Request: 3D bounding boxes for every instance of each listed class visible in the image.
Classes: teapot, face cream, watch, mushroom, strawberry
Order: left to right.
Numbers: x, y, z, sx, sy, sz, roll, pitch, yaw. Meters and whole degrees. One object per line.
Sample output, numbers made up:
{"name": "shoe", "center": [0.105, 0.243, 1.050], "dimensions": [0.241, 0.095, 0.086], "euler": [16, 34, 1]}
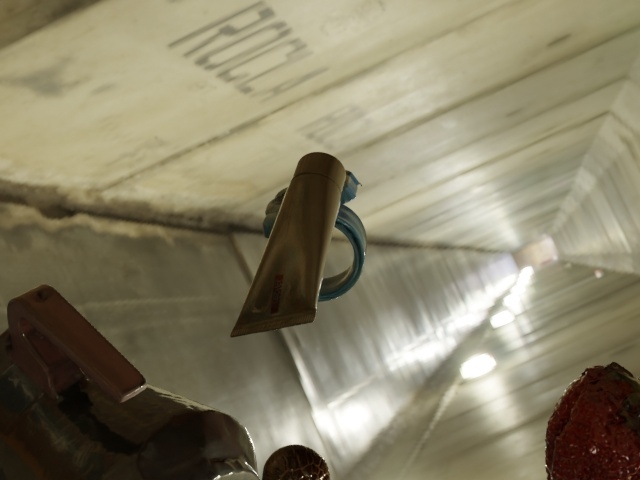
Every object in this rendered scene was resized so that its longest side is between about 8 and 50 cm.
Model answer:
{"name": "teapot", "center": [-0.276, 0.250, 1.161], "dimensions": [0.361, 0.305, 0.376], "euler": [32, -45, 29]}
{"name": "mushroom", "center": [-0.041, 0.416, 1.674], "dimensions": [0.126, 0.109, 0.085], "euler": [19, 17, -12]}
{"name": "face cream", "center": [-0.032, 0.005, 1.434], "dimensions": [0.084, 0.137, 0.341], "euler": [57, 33, -34]}
{"name": "watch", "center": [0.000, 0.000, 1.671], "dimensions": [0.211, 0.211, 0.193], "euler": [-92, 162, -72]}
{"name": "strawberry", "center": [0.538, 0.392, 1.823], "dimensions": [0.238, 0.288, 0.250], "euler": [29, 19, -13]}
